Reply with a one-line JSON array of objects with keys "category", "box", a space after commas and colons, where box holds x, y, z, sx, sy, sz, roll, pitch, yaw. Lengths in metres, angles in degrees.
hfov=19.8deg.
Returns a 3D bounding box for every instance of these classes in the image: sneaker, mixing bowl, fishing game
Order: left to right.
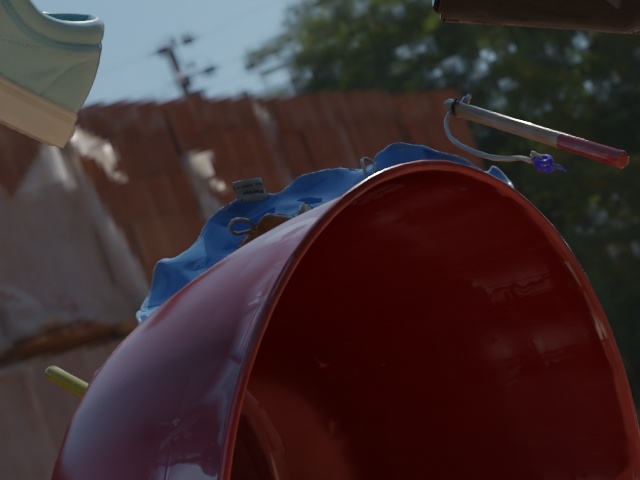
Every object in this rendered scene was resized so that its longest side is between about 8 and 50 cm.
[{"category": "sneaker", "box": [-0.334, -0.212, 1.541, 0.135, 0.150, 0.366, 21, -5, 44]}, {"category": "mixing bowl", "box": [-0.003, 0.074, 0.457, 0.098, 0.181, 0.181, -6, 2, 37]}, {"category": "fishing game", "box": [0.000, 0.000, 0.839, 0.264, 0.041, 0.189, -32, 29, -21]}]

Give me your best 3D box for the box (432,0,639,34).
[{"category": "box", "box": [0.079, -0.261, 0.507, 0.073, 0.293, 0.295, 3, -37, -2]}]
